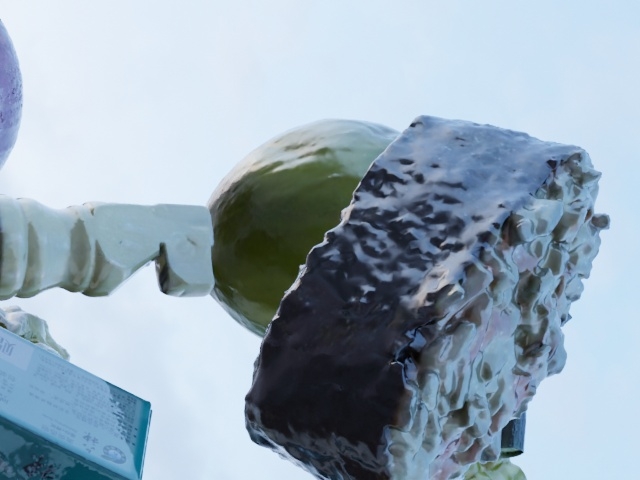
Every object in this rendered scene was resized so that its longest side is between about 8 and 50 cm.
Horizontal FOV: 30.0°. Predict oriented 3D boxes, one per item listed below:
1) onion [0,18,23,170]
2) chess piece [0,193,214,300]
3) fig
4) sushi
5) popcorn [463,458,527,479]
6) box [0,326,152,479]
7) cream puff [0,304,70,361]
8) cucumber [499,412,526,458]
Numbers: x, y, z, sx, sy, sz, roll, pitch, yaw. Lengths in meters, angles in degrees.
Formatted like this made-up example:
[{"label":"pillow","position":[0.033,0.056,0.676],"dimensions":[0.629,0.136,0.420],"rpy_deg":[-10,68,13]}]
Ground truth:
[{"label":"onion","position":[-0.567,-0.188,1.554],"dimensions":[0.345,0.358,0.358],"rpy_deg":[-97,177,-59]},{"label":"chess piece","position":[-0.181,0.006,0.997],"dimensions":[0.090,0.200,0.090],"rpy_deg":[0,-90,60]},{"label":"fig","position":[0.004,0.005,1.562],"dimensions":[0.343,0.343,0.343],"rpy_deg":[34,-39,33]},{"label":"sushi","position":[0.041,0.022,0.409],"dimensions":[0.078,0.150,0.090],"rpy_deg":[22,-35,29]},{"label":"popcorn","position":[0.167,0.362,1.706],"dimensions":[0.237,0.293,0.293],"rpy_deg":[39,-35,41]},{"label":"box","position":[-0.292,0.172,1.141],"dimensions":[0.245,0.153,0.092],"rpy_deg":[31,-73,-14]},{"label":"cream puff","position":[-0.517,0.194,1.801],"dimensions":[0.291,0.324,0.257],"rpy_deg":[43,-48,15]},{"label":"cucumber","position":[0.242,0.228,1.547],"dimensions":[0.048,0.048,0.105],"rpy_deg":[-23,-125,58]}]
